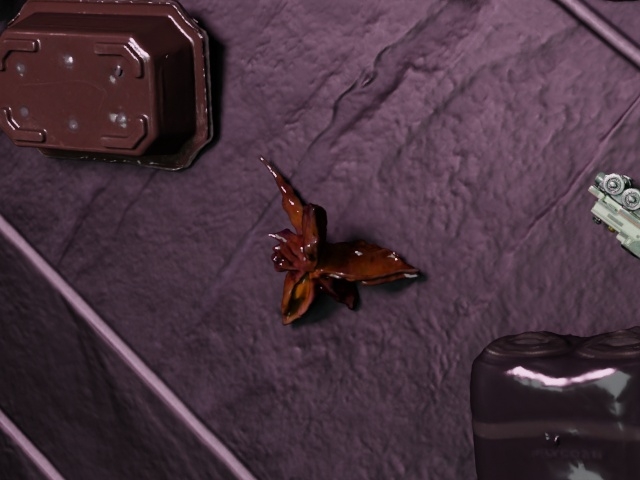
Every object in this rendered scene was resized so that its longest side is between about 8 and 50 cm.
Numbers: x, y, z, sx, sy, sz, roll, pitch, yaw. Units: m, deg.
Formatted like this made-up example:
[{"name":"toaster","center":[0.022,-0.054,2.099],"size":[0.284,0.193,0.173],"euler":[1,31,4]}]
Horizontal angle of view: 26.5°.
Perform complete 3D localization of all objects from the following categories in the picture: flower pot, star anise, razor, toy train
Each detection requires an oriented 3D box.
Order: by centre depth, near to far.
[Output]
[{"name":"razor","center":[0.234,0.252,1.217],"size":[0.204,0.113,0.349],"euler":[0,94,25]},{"name":"toy train","center":[0.277,-0.025,1.231],"size":[0.083,0.033,0.053],"euler":[39,110,19]},{"name":"star anise","center":[-0.003,-0.007,1.354],"size":[0.158,0.144,0.140],"euler":[-29,125,29]},{"name":"flower pot","center":[-0.241,-0.159,1.414],"size":[0.251,0.084,0.178],"euler":[6,108,25]}]
